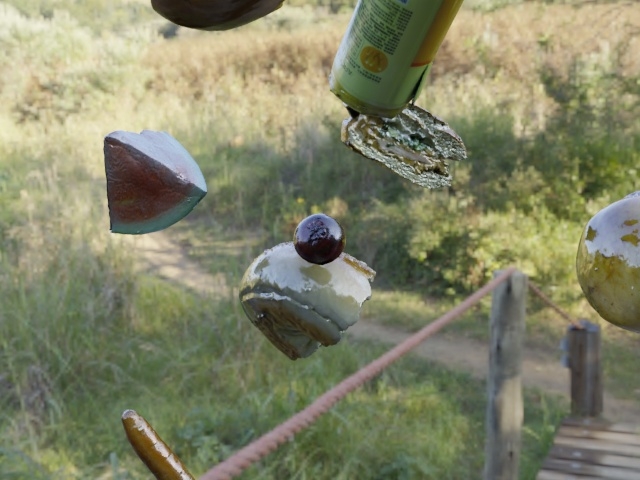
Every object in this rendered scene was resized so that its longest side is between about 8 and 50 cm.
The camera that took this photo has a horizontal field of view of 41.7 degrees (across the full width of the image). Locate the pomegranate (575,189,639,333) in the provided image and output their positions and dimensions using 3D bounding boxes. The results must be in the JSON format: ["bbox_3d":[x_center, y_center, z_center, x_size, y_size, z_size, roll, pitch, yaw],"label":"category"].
[{"bbox_3d":[0.564,0.042,1.419,0.260,0.260,0.260,-2,9,0],"label":"pomegranate"}]

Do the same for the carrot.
[{"bbox_3d":[-0.147,0.289,0.942,0.043,0.248,0.043,-34,9,6],"label":"carrot"}]

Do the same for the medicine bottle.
[{"bbox_3d":[0.094,-0.259,1.024,0.124,0.239,0.124,11,47,-12],"label":"medicine bottle"}]

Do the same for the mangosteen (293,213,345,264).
[{"bbox_3d":[-0.001,-0.001,1.283,0.081,0.081,0.081,-2,9,0],"label":"mangosteen"}]

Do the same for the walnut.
[{"bbox_3d":[-0.096,-0.407,1.116,0.336,0.209,0.209,-21,3,19],"label":"walnut"}]

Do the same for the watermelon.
[{"bbox_3d":[-0.336,-0.114,1.554,0.207,0.202,0.136,-42,18,-7],"label":"watermelon"}]

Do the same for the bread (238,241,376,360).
[{"bbox_3d":[-0.039,0.091,1.450,0.192,0.171,0.314,33,-25,-2],"label":"bread"}]

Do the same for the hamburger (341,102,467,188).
[{"bbox_3d":[0.152,-0.219,1.712,0.283,0.144,0.156,25,13,-22],"label":"hamburger"}]
